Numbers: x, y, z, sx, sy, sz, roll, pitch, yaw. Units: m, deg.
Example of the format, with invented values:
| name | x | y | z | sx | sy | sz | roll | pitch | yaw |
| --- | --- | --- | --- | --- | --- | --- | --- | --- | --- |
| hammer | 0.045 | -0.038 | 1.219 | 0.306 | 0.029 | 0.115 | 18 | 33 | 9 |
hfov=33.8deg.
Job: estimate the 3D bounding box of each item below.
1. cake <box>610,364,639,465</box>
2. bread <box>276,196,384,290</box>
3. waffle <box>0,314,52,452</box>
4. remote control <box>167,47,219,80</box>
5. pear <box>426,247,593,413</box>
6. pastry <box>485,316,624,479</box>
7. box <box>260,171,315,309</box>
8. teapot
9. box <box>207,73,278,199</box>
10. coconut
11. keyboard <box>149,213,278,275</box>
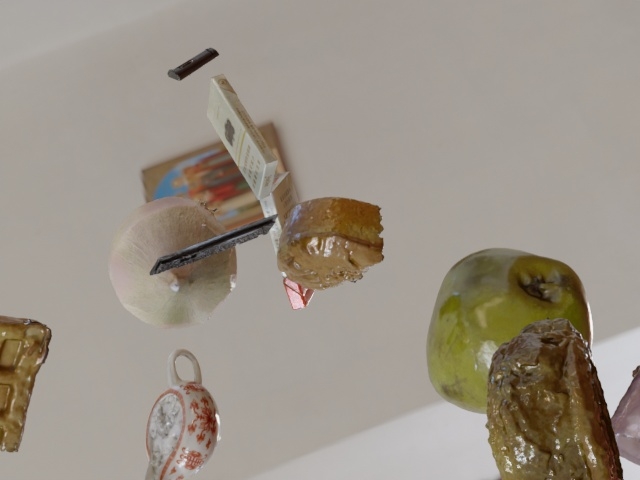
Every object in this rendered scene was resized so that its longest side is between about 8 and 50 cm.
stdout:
| name | x | y | z | sx | sy | sz | roll | pitch | yaw |
| --- | --- | --- | --- | --- | --- | --- | --- | --- | --- |
| cake | 0.616 | 0.224 | 1.642 | 0.230 | 0.308 | 0.237 | 32 | -161 | 15 |
| bread | 0.000 | 0.000 | 1.885 | 0.139 | 0.229 | 0.143 | 24 | -122 | -29 |
| waffle | -0.735 | 0.269 | 2.087 | 0.077 | 0.348 | 0.304 | -146 | 70 | -66 |
| remote control | -0.204 | -0.285 | 1.692 | 0.034 | 0.091 | 0.016 | 25 | 141 | 37 |
| pear | 0.318 | 0.179 | 1.893 | 0.375 | 0.287 | 0.287 | -54 | 44 | 44 |
| pastry | 0.279 | 0.215 | 1.277 | 0.240 | 0.132 | 0.235 | 58 | -158 | -46 |
| box | -0.058 | -0.001 | 2.079 | 0.139 | 0.035 | 0.245 | -61 | -42 | -65 |
| teapot | -0.227 | 0.299 | 1.729 | 0.159 | 0.116 | 0.245 | -41 | 46 | 51 |
| box | -0.114 | -0.148 | 1.507 | 0.167 | 0.024 | 0.090 | 58 | 155 | 23 |
| coconut | -0.236 | 0.039 | 1.721 | 0.234 | 0.224 | 0.224 | 11 | 123 | 70 |
| keyboard | -0.153 | 0.008 | 1.533 | 0.015 | 0.197 | 0.074 | 65 | 154 | 7 |
